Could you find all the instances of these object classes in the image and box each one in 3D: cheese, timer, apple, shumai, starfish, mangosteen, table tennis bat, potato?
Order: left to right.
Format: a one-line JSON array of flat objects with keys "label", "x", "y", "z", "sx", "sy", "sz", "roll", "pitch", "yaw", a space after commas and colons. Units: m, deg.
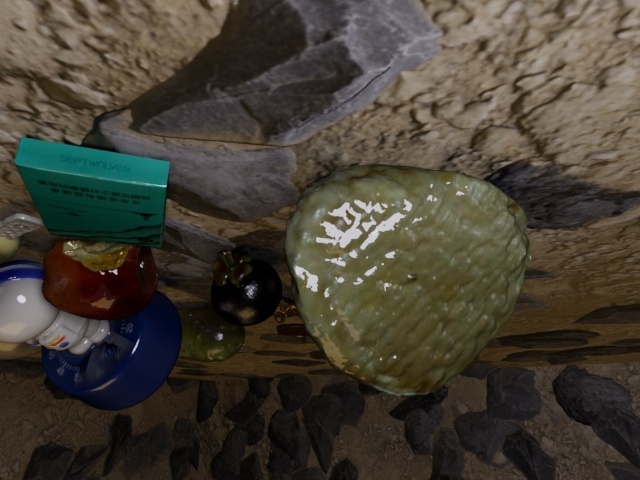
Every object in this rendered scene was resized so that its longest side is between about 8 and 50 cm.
[{"label": "cheese", "x": -0.512, "y": -0.009, "z": 0.793, "sx": 0.255, "sy": 0.050, "sz": 0.127, "roll": -14, "pitch": 154, "yaw": 35}, {"label": "timer", "x": -0.468, "y": 0.152, "z": 0.959, "sx": 0.270, "sy": 0.270, "sz": 0.383, "roll": -4, "pitch": 152, "yaw": 16}, {"label": "apple", "x": -0.354, "y": 0.059, "z": 0.823, "sx": 0.158, "sy": 0.147, "sz": 0.156, "roll": -7, "pitch": -168, "yaw": 0}, {"label": "potato", "x": -0.335, "y": 0.245, "z": 1.345, "sx": 0.298, "sy": 0.141, "sz": 0.176, "roll": 1, "pitch": 148, "yaw": 23}, {"label": "mangosteen", "x": -0.140, "y": 0.078, "z": 0.916, "sx": 0.137, "sy": 0.137, "sz": 0.151, "roll": -9, "pitch": 123, "yaw": 27}, {"label": "starfish", "x": -0.097, "y": 0.166, "z": 1.258, "sx": 0.209, "sy": 0.053, "sz": 0.150, "roll": 7, "pitch": 147, "yaw": -2}, {"label": "table tennis bat", "x": -0.068, "y": 0.296, "z": 1.622, "sx": 0.131, "sy": 0.022, "sz": 0.234, "roll": 0, "pitch": 158, "yaw": 3}, {"label": "shumai", "x": 0.060, "y": 0.023, "z": 0.672, "sx": 0.330, "sy": 0.292, "sz": 0.288, "roll": 21, "pitch": -172, "yaw": -30}]

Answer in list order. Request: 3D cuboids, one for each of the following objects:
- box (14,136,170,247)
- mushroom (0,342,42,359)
[{"label": "box", "x": -0.286, "y": -0.050, "z": 0.671, "sx": 0.161, "sy": 0.042, "sz": 0.226, "roll": 9, "pitch": 158, "yaw": -15}, {"label": "mushroom", "x": -0.663, "y": 0.156, "z": 1.102, "sx": 0.226, "sy": 0.178, "sz": 0.226, "roll": 21, "pitch": -174, "yaw": -2}]
